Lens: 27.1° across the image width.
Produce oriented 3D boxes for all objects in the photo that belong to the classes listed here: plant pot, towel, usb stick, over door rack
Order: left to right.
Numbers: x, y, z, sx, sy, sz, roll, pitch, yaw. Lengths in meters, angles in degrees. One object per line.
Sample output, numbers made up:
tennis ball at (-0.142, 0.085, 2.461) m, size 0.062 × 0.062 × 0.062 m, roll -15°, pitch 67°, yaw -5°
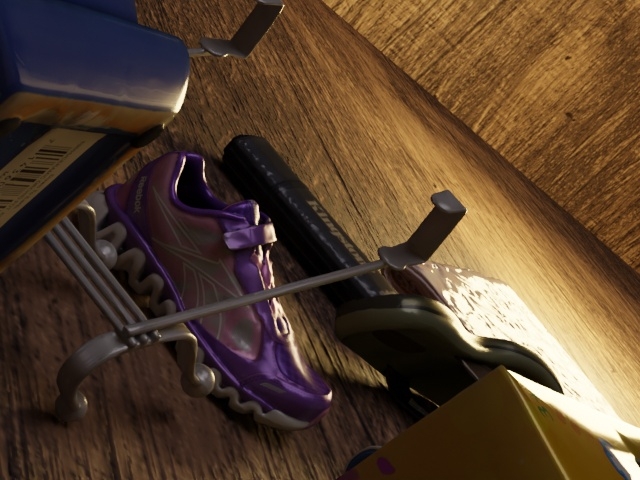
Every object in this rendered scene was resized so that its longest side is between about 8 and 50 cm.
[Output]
plant pot at (-0.212, -0.095, 0.635) m, size 0.212 × 0.236 × 0.236 m, roll 53°, pitch 15°, yaw 10°
over door rack at (-0.096, -0.029, 0.866) m, size 0.324 × 0.108 × 0.239 m, roll -22°, pitch 64°, yaw -41°
usb stick at (0.000, 0.000, 1.332) m, size 0.278 × 0.045 × 0.077 m, roll 50°, pitch 14°, yaw 18°
towel at (0.232, 0.151, 1.552) m, size 0.317 × 0.053 × 0.332 m, roll 52°, pitch 16°, yaw 23°

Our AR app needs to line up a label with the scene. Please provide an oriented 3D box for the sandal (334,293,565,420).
sandal at (0.115, 0.133, 1.204) m, size 0.303 × 0.120 × 0.086 m, roll 29°, pitch 49°, yaw -44°

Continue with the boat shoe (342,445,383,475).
boat shoe at (0.074, 0.223, 0.894) m, size 0.183 × 0.066 × 0.066 m, roll 62°, pitch 14°, yaw 21°

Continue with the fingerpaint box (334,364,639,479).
fingerpaint box at (0.215, 0.316, 0.692) m, size 0.371 × 0.163 × 0.444 m, roll 26°, pitch 31°, yaw -52°

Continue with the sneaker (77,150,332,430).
sneaker at (-0.066, 0.028, 0.949) m, size 0.236 × 0.104 × 0.095 m, roll 49°, pitch 13°, yaw 11°
